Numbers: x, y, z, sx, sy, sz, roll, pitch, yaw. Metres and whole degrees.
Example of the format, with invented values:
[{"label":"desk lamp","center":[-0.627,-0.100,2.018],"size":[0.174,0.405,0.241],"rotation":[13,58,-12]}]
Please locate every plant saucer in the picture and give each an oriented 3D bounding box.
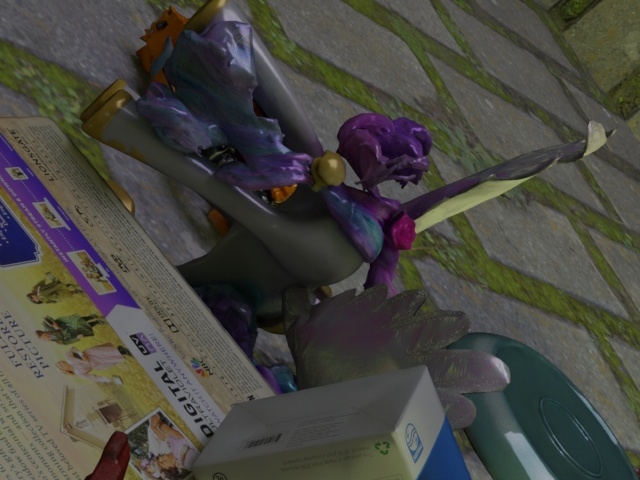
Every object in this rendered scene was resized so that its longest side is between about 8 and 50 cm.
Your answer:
[{"label":"plant saucer","center":[0.252,0.217,1.554],"size":[0.317,0.044,0.317],"rotation":[41,22,-20]}]

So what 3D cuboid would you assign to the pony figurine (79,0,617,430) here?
[{"label":"pony figurine","center":[0.000,0.000,1.074],"size":[0.363,0.351,0.303],"rotation":[46,56,-12]}]

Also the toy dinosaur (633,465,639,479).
[{"label":"toy dinosaur","center":[0.425,0.366,1.558],"size":[0.127,0.200,0.295],"rotation":[5,62,-10]}]

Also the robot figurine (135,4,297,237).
[{"label":"robot figurine","center":[-0.066,-0.085,1.381],"size":[0.211,0.085,0.291],"rotation":[24,31,-47]}]

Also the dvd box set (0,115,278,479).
[{"label":"dvd box set","center":[-0.207,0.060,0.837],"size":[0.307,0.062,0.420],"rotation":[49,23,13]}]

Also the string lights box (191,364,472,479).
[{"label":"string lights box","center":[0.040,0.214,0.878],"size":[0.259,0.133,0.077],"rotation":[68,26,-18]}]

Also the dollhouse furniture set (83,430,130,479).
[{"label":"dollhouse furniture set","center":[-0.059,0.259,0.553],"size":[0.201,0.152,0.374],"rotation":[22,24,-2]}]
